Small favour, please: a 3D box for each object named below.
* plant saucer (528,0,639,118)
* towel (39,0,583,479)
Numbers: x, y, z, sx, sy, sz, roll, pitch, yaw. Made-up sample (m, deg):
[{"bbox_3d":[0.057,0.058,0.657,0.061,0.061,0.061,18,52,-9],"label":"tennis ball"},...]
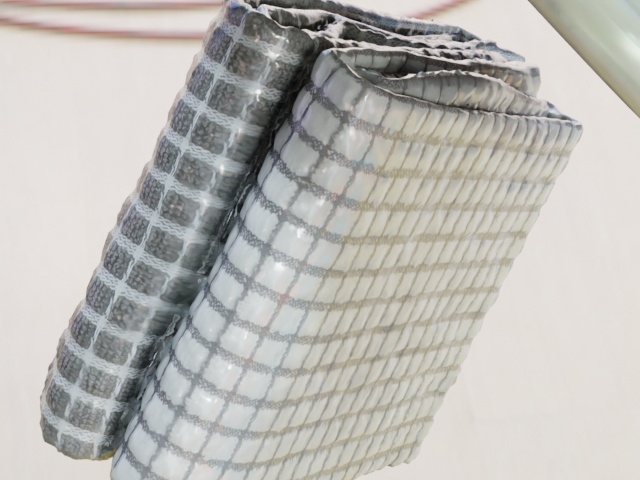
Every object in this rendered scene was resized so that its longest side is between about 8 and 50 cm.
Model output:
[{"bbox_3d":[0.118,-0.146,0.761,0.100,0.400,0.400,-43,59,11],"label":"plant saucer"},{"bbox_3d":[0.000,0.000,0.921,0.121,0.235,0.283,32,16,22],"label":"towel"}]
